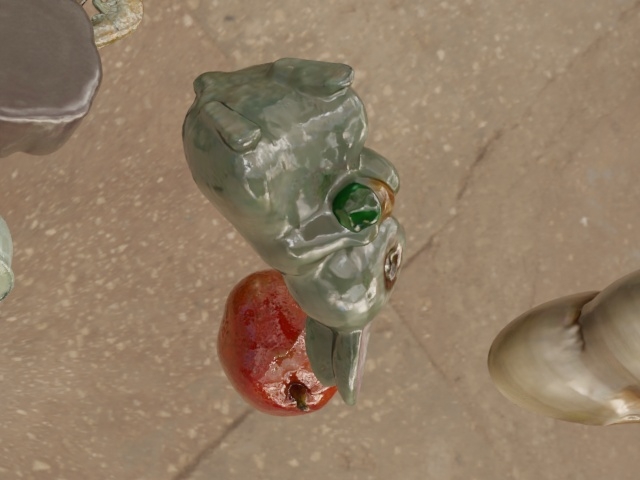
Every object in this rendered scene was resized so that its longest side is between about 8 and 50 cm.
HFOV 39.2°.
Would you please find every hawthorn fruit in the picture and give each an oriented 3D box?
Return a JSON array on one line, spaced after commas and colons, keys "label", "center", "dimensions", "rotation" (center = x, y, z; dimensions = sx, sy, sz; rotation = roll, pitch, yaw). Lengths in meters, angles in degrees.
[{"label": "hawthorn fruit", "center": [-0.041, 0.153, 1.206], "dimensions": [0.196, 0.225, 0.196], "rotation": [-6, 126, -9]}]

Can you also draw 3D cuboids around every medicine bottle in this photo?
[{"label": "medicine bottle", "center": [-0.612, 0.031, 1.566], "dimensions": [0.147, 0.147, 0.143], "rotation": [5, 43, -28]}]

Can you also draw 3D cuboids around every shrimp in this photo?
[{"label": "shrimp", "center": [-0.446, -0.428, 1.736], "dimensions": [0.223, 0.047, 0.126], "rotation": [-34, 98, -21]}]

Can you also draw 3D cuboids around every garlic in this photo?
[{"label": "garlic", "center": [0.185, 0.067, 0.544], "dimensions": [0.124, 0.174, 0.099], "rotation": [24, 51, -47]}]

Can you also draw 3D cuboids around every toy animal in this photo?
[{"label": "toy animal", "center": [0.001, -0.002, 0.615], "dimensions": [0.125, 0.127, 0.251], "rotation": [-18, 125, 5]}]

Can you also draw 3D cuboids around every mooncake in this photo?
[{"label": "mooncake", "center": [-0.488, -0.272, 1.410], "dimensions": [0.306, 0.154, 0.306], "rotation": [15, 56, -24]}]
